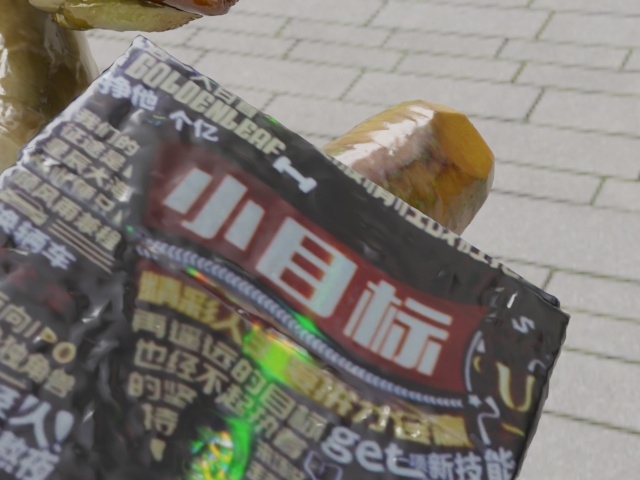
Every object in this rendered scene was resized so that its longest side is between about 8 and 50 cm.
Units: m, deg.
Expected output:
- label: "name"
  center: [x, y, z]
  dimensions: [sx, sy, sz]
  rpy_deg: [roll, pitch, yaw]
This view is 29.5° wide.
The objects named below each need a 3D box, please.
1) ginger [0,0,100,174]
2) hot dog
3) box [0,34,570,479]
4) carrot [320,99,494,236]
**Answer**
- label: "ginger"
  center: [-0.159, -0.097, 0.612]
  dimensions: [0.095, 0.069, 0.190]
  rpy_deg: [-15, 80, -29]
- label: "hot dog"
  center: [-0.105, -0.125, 0.540]
  dimensions: [0.168, 0.078, 0.061]
  rpy_deg: [16, 80, 9]
- label: "box"
  center: [-0.055, 0.085, 0.372]
  dimensions: [0.198, 0.084, 0.310]
  rpy_deg: [32, 42, -1]
- label: "carrot"
  center: [0.000, 0.000, 0.843]
  dimensions: [0.114, 0.114, 0.302]
  rpy_deg: [26, 45, 38]
